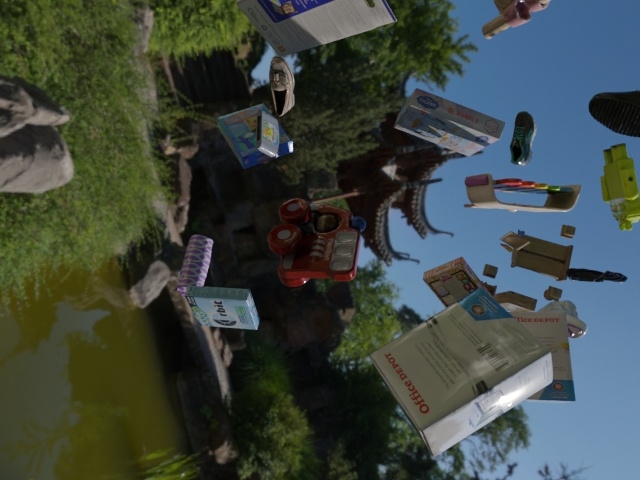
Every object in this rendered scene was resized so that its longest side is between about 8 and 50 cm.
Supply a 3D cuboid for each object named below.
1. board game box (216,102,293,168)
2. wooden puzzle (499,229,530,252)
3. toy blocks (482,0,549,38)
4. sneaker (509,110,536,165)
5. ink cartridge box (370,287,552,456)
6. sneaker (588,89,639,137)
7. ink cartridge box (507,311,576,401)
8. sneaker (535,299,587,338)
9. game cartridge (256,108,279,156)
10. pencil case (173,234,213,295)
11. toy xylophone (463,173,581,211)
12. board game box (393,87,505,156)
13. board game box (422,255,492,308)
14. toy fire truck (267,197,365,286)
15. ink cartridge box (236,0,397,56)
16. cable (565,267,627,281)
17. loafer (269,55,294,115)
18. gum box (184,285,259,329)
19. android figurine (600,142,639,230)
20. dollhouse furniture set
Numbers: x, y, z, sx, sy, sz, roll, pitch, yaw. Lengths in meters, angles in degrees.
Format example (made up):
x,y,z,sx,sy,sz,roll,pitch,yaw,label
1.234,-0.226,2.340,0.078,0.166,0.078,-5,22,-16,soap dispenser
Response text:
x,y,z,sx,sy,sz,roll,pitch,yaw,label
-0.199,-0.318,1.453,0.210,0.160,0.047,57,-19,34,board game box
0.614,0.000,1.531,0.014,0.079,0.116,-61,-174,-25,wooden puzzle
0.553,-0.750,1.266,0.288,0.309,0.260,58,-30,-10,toy blocks
0.605,-0.304,1.456,0.065,0.076,0.166,10,-68,45,sneaker
0.187,0.172,0.656,0.139,0.191,0.082,53,-8,52,ink cartridge box
0.885,-0.350,1.258,0.146,0.331,0.122,-65,160,-17,sneaker
0.685,0.378,1.560,0.197,0.198,0.269,49,42,-64,ink cartridge box
0.977,0.297,1.939,0.114,0.152,0.305,49,-1,-4,sneaker
-0.103,-0.209,0.946,0.056,0.017,0.083,22,63,-57,game cartridge
-0.415,0.083,1.601,0.088,0.087,0.205,-36,-142,58,pencil case
0.549,-0.128,1.372,0.236,0.323,0.081,-174,-92,-65,toy xylophone
0.443,-0.411,1.720,0.319,0.318,0.065,-166,-83,-89,board game box
0.458,0.159,1.615,0.193,0.147,0.045,49,36,-19,board game box
0.000,0.000,1.421,0.302,0.254,0.169,-74,159,-46,toy fire truck
-0.011,-0.540,1.105,0.371,0.069,0.176,6,-27,43,ink cartridge box
0.928,0.117,1.632,0.184,0.151,0.047,168,-77,-72,cable
-0.076,-0.291,0.925,0.039,0.045,0.125,-61,162,-24,loafer
-0.284,0.198,1.415,0.156,0.185,0.041,83,13,-48,gum box
0.954,-0.166,1.537,0.248,0.056,0.272,-13,94,-74,android figurine
0.756,0.084,1.846,0.174,0.304,0.355,94,14,-79,dollhouse furniture set
